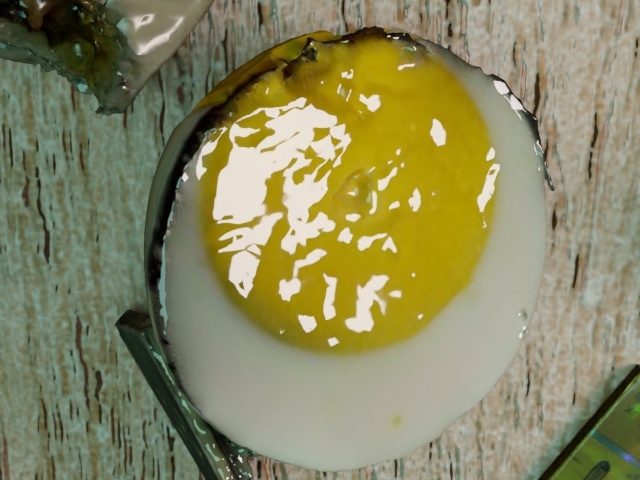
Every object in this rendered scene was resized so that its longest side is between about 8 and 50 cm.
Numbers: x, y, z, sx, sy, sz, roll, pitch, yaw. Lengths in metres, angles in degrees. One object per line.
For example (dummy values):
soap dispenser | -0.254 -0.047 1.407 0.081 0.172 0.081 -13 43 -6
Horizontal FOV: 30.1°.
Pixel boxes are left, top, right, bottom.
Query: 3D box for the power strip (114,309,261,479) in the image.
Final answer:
power strip | -0.090 0.137 0.976 0.064 0.213 0.198 -28 98 -14

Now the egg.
egg | 0.000 0.000 0.915 0.337 0.201 0.337 -2 94 -24

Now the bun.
bun | -0.213 -0.235 0.903 0.282 0.205 0.281 2 84 -25

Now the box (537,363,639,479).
box | 0.258 0.215 1.013 0.121 0.030 0.193 36 104 0
